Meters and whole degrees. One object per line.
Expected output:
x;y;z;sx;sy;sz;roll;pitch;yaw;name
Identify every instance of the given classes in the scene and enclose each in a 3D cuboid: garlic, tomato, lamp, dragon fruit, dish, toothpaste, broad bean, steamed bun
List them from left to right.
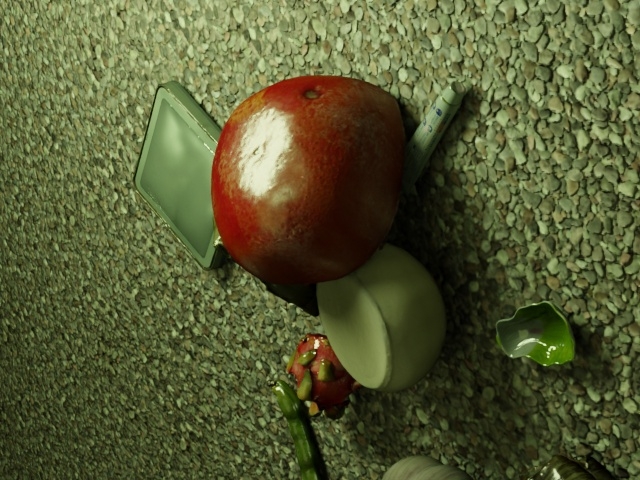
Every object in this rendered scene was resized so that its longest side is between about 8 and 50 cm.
-0.237;-0.115;2.136;0.266;0.047;0.269;49;138;26;lamp
-0.045;-0.103;1.684;0.338;0.143;0.339;-13;63;28;tomato
-0.036;0.366;2.101;0.052;0.052;0.256;-102;-6;-88;broad bean
0.013;0.219;1.917;0.133;0.150;0.208;20;133;7;dragon fruit
0.102;0.104;1.740;0.232;0.145;0.232;47;148;40;steamed bun
0.153;0.459;1.810;0.256;0.207;0.207;-38;72;12;garlic
0.150;-0.146;1.666;0.052;0.033;0.218;55;142;21;toothpaste
0.299;0.124;1.595;0.137;0.039;0.091;-16;98;53;dish

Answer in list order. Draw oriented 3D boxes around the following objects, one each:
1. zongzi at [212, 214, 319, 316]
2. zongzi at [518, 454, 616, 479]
0.000;0.000;1.868;0.250;0.274;0.125;-31;36;24;zongzi
0.237;0.430;1.588;0.154;0.317;0.289;-126;37;-49;zongzi
